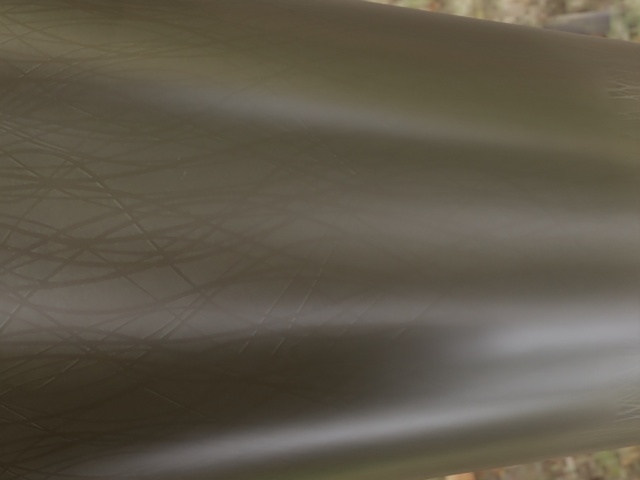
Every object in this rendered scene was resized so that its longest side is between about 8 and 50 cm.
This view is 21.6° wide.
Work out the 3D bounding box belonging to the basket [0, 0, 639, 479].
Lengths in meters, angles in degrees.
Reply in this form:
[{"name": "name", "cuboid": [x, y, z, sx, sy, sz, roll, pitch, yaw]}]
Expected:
[{"name": "basket", "cuboid": [0.000, 0.000, 0.547, 0.154, 0.227, 0.204, -44, -47, -86]}]
